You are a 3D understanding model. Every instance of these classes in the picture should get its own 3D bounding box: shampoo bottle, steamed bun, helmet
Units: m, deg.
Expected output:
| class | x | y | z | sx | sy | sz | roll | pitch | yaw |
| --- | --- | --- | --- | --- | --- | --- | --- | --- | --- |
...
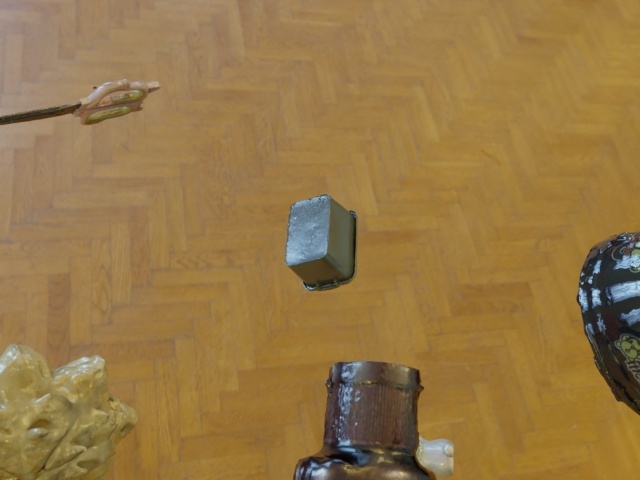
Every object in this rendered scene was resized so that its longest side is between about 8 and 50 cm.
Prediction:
| class | x | y | z | sx | sy | sz | roll | pitch | yaw |
| --- | --- | --- | --- | --- | --- | --- | --- | --- | --- |
| shampoo bottle | 0.027 | 0.251 | 0.427 | 0.129 | 0.084 | 0.323 | 18 | 65 | -32 |
| steamed bun | -0.404 | 0.291 | 0.865 | 0.295 | 0.293 | 0.137 | 2 | 18 | -24 |
| helmet | 0.451 | 0.102 | 0.734 | 0.230 | 0.160 | 0.279 | -34 | 86 | -36 |

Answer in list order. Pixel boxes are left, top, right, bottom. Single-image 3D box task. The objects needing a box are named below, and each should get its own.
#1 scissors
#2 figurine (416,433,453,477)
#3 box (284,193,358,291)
| class | x | y | z | sx | sy | sz | roll | pitch | yaw |
| --- | --- | --- | --- | --- | --- | --- | --- | --- | --- |
| scissors | -0.442 | -0.242 | 1.116 | 0.317 | 0.160 | 0.024 | -24 | 88 | -45 |
| figurine | 0.189 | 0.435 | 1.212 | 0.146 | 0.098 | 0.081 | -2 | 23 | 11 |
| box | 0.000 | 0.000 | 0.831 | 0.084 | 0.069 | 0.123 | -14 | 56 | 26 |
